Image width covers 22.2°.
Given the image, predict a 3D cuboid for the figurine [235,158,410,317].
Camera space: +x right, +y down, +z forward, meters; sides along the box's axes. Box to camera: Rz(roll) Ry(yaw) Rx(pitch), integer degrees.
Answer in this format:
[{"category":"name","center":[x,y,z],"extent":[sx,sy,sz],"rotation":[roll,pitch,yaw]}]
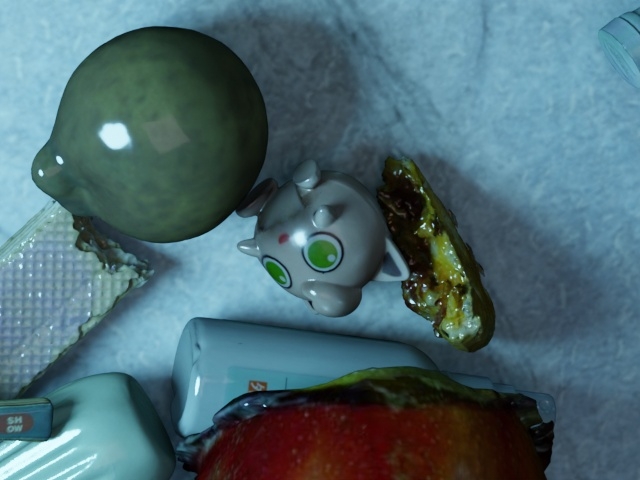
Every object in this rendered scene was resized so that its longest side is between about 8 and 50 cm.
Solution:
[{"category":"figurine","center":[0.000,0.000,1.442],"extent":[0.125,0.125,0.138],"rotation":[-35,108,-5]}]

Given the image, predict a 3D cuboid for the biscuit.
[{"category":"biscuit","center":[-0.266,0.069,1.426],"extent":[0.239,0.062,0.108],"rotation":[-43,109,-1]}]

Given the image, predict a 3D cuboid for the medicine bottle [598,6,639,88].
[{"category":"medicine bottle","center":[0.360,-0.228,1.501],"extent":[0.216,0.090,0.090],"rotation":[-36,107,-4]}]

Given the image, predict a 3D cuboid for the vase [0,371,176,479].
[{"category":"vase","center":[-0.254,0.215,1.428],"extent":[0.248,0.128,0.128],"rotation":[-29,106,1]}]

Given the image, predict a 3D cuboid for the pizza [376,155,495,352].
[{"category":"pizza","center":[0.096,0.015,1.485],"extent":[0.069,0.154,0.194],"rotation":[-28,85,12]}]

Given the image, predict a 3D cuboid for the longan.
[{"category":"longan","center":[-0.144,-0.084,1.372],"extent":[0.204,0.159,0.185],"rotation":[-19,112,-11]}]

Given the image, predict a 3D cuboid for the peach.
[{"category":"peach","center":[0.044,0.286,1.377],"extent":[0.339,0.353,0.417],"rotation":[-3,110,-10]}]

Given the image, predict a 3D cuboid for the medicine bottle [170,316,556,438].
[{"category":"medicine bottle","center":[0.044,0.144,1.489],"extent":[0.351,0.110,0.110],"rotation":[8,99,-15]}]

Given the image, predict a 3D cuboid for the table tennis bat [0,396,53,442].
[{"category":"table tennis bat","center":[-0.364,0.146,1.306],"extent":[0.301,0.022,0.173],"rotation":[3,99,-23]}]
